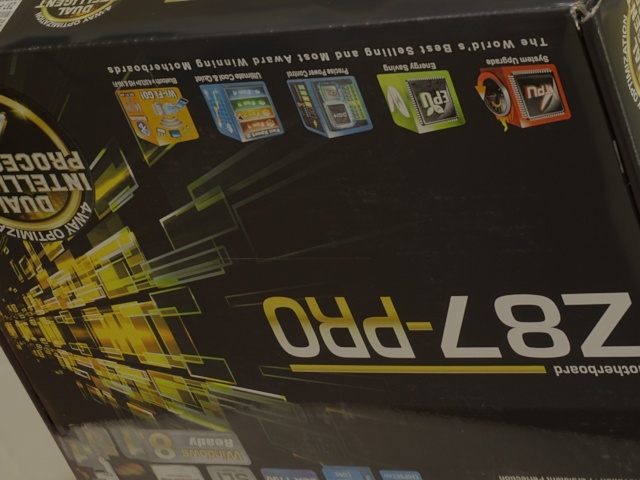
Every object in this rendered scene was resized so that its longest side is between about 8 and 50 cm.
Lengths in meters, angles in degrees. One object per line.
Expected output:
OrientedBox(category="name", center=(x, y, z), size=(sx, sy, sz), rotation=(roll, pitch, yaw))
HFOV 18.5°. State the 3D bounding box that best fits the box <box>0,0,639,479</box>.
OrientedBox(category="box", center=(0.000, 0.000, 0.968), size=(0.097, 0.395, 0.318), rotation=(-63, 142, -40))
